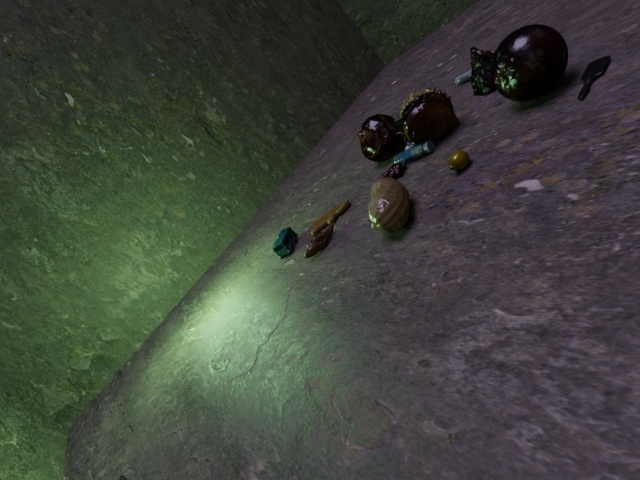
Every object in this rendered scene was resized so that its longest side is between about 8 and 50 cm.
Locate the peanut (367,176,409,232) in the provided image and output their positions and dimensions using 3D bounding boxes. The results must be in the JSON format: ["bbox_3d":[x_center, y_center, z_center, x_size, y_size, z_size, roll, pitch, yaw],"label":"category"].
[{"bbox_3d":[0.233,-0.130,1.479,0.153,0.140,0.325,-55,12,24],"label":"peanut"}]

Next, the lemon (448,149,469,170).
[{"bbox_3d":[0.457,-0.263,1.407,0.083,0.062,0.062,-47,19,-8],"label":"lemon"}]

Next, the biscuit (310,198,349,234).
[{"bbox_3d":[0.044,-0.110,1.993,0.234,0.030,0.153,-38,21,19],"label":"biscuit"}]

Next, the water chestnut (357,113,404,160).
[{"bbox_3d":[0.299,-0.481,2.027,0.223,0.238,0.224,-6,82,54],"label":"water chestnut"}]

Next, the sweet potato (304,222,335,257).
[{"bbox_3d":[0.000,0.000,1.801,0.060,0.068,0.206,20,57,42],"label":"sweet potato"}]

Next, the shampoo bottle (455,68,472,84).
[{"bbox_3d":[0.718,-0.788,2.006,0.069,0.041,0.190,-57,21,-18],"label":"shampoo bottle"}]

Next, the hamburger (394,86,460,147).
[{"bbox_3d":[0.420,-0.501,1.734,0.261,0.243,0.139,-35,44,19],"label":"hamburger"}]

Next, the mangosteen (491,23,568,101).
[{"bbox_3d":[0.696,-0.580,1.385,0.289,0.232,0.231,-25,7,-32],"label":"mangosteen"}]

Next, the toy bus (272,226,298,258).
[{"bbox_3d":[-0.174,0.007,2.101,0.079,0.092,0.160,-32,22,29],"label":"toy bus"}]

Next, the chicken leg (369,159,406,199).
[{"bbox_3d":[0.278,-0.257,1.786,0.219,0.048,0.089,-43,16,3],"label":"chicken leg"}]

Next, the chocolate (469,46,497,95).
[{"bbox_3d":[0.692,-0.733,1.740,0.206,0.177,0.224,-42,20,8],"label":"chocolate"}]

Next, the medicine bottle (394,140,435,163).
[{"bbox_3d":[0.388,-0.362,1.777,0.191,0.051,0.051,-16,33,54],"label":"medicine bottle"}]

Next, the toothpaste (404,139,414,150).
[{"bbox_3d":[0.453,-0.525,1.977,0.100,0.066,0.323,-23,32,37],"label":"toothpaste"}]

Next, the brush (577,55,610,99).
[{"bbox_3d":[0.784,-0.469,1.234,0.193,0.016,0.063,-52,19,-22],"label":"brush"}]
